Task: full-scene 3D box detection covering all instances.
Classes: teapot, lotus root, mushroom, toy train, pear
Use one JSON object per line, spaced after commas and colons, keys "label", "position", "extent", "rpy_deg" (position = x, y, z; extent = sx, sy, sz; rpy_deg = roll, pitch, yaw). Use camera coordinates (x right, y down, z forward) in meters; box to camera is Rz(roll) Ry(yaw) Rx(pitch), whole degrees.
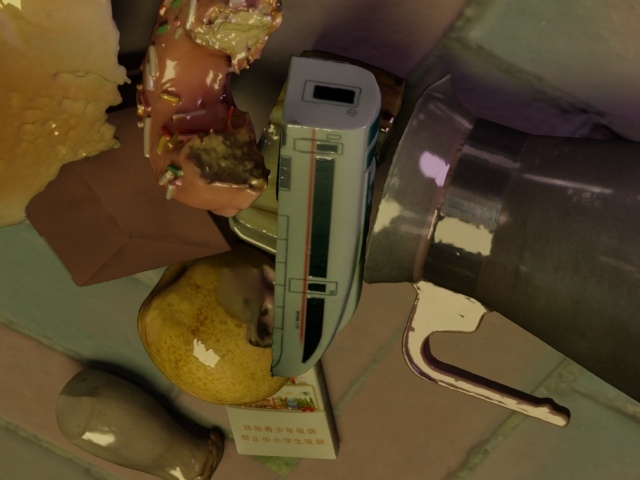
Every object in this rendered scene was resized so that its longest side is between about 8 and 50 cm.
{"label": "teapot", "position": [0.225, 0.020, 1.859], "extent": [0.344, 0.253, 0.300], "rpy_deg": [19, 103, 9]}
{"label": "lotus root", "position": [0.002, -0.087, 1.912], "extent": [0.119, 0.138, 0.235], "rpy_deg": [25, 135, 0]}
{"label": "mushroom", "position": [-0.208, 0.225, 2.301], "extent": [0.212, 0.097, 0.088], "rpy_deg": [36, 122, -18]}
{"label": "toy train", "position": [0.000, 0.000, 1.864], "extent": [0.088, 0.086, 0.407], "rpy_deg": [5, 141, 0]}
{"label": "pear", "position": [-0.099, 0.089, 2.083], "extent": [0.178, 0.178, 0.178], "rpy_deg": [9, 134, 9]}

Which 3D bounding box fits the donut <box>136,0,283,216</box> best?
{"label": "donut", "position": [-0.109, -0.140, 1.844], "extent": [0.085, 0.233, 0.199], "rpy_deg": [1, -175, -26]}

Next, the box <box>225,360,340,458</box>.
{"label": "box", "position": [-0.055, 0.161, 2.238], "extent": [0.122, 0.032, 0.220], "rpy_deg": [3, 134, 16]}

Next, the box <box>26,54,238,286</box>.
{"label": "box", "position": [-0.208, -0.066, 2.031], "extent": [0.215, 0.086, 0.215], "rpy_deg": [-12, 127, 28]}

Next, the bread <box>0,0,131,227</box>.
{"label": "bread", "position": [-0.349, -0.161, 1.823], "extent": [0.329, 0.245, 0.424], "rpy_deg": [39, 136, 6]}
